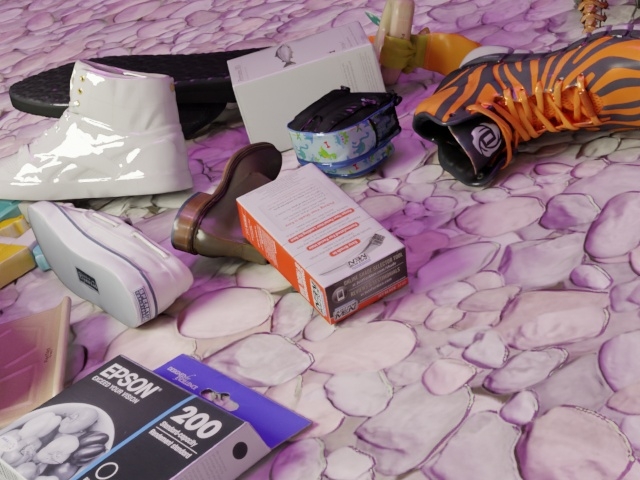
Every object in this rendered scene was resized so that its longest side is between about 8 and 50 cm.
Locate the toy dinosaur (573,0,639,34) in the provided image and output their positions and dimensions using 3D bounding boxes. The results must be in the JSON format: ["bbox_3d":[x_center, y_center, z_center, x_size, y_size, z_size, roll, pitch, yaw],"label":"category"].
[{"bbox_3d":[0.344,-0.395,1.525,0.164,0.218,0.321,22,86,27],"label":"toy dinosaur"}]

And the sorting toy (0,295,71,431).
[{"bbox_3d":[-0.335,0.144,1.153,0.208,0.038,0.193,-21,27,2],"label":"sorting toy"}]

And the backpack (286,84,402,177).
[{"bbox_3d":[0.026,-0.119,1.372,0.105,0.084,0.114,11,33,43],"label":"backpack"}]

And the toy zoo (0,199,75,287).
[{"bbox_3d":[-0.427,0.008,1.451,0.293,0.030,0.192,6,35,38],"label":"toy zoo"}]

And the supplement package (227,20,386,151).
[{"bbox_3d":[-0.015,-0.191,1.505,0.179,0.105,0.105,-18,28,0],"label":"supplement package"}]

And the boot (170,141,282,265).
[{"bbox_3d":[-0.066,-0.036,1.311,0.106,0.082,0.219,18,36,17],"label":"boot"}]

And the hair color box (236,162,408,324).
[{"bbox_3d":[0.000,0.000,1.162,0.093,0.053,0.167,-27,43,-19],"label":"hair color box"}]

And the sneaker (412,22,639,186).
[{"bbox_3d":[0.234,-0.129,1.262,0.321,0.124,0.180,-1,34,48],"label":"sneaker"}]

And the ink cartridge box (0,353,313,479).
[{"bbox_3d":[-0.148,0.161,1.001,0.208,0.045,0.206,-32,31,-30],"label":"ink cartridge box"}]

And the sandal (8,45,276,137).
[{"bbox_3d":[-0.197,-0.186,1.626,0.446,0.107,0.167,-4,27,-3],"label":"sandal"}]

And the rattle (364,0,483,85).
[{"bbox_3d":[0.131,-0.266,1.606,0.143,0.130,0.200,-8,0,-5],"label":"rattle"}]

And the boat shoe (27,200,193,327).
[{"bbox_3d":[-0.227,0.015,1.279,0.084,0.095,0.258,-28,40,-28],"label":"boat shoe"}]

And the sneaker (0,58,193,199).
[{"bbox_3d":[-0.302,-0.137,1.471,0.293,0.169,0.108,-3,10,15],"label":"sneaker"}]
